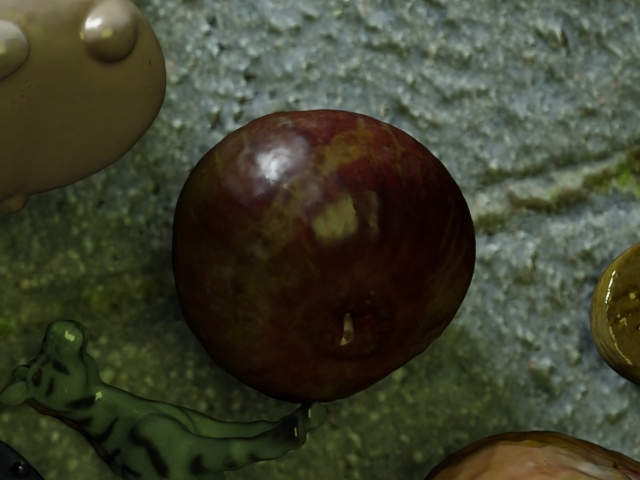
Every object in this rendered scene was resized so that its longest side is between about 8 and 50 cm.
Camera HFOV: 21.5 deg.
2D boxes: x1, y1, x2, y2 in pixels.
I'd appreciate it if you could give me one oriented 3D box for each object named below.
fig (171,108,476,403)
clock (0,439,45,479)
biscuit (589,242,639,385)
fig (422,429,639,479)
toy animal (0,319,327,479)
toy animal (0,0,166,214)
[{"bbox_3d":[-0.001,0.000,1.069,0.205,0.205,0.205,4,78,-18],"label":"fig"},{"bbox_3d":[-0.305,0.181,0.828,0.379,0.120,0.276,17,51,-17],"label":"clock"},{"bbox_3d":[0.331,0.038,1.235,0.301,0.049,0.197,-11,78,-20],"label":"biscuit"},{"bbox_3d":[0.145,0.307,1.043,0.286,0.286,0.368,21,105,-13],"label":"fig"},{"bbox_3d":[-0.068,0.144,1.032,0.255,0.170,0.090,60,27,5],"label":"toy animal"},{"bbox_3d":[-0.197,-0.125,0.966,0.210,0.229,0.221,-15,81,-29],"label":"toy animal"}]
